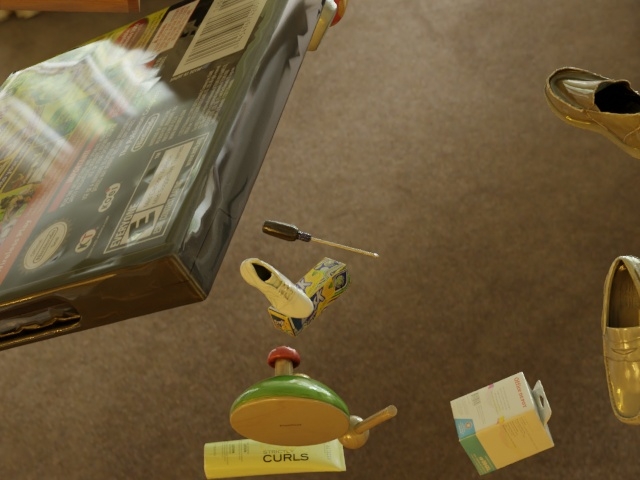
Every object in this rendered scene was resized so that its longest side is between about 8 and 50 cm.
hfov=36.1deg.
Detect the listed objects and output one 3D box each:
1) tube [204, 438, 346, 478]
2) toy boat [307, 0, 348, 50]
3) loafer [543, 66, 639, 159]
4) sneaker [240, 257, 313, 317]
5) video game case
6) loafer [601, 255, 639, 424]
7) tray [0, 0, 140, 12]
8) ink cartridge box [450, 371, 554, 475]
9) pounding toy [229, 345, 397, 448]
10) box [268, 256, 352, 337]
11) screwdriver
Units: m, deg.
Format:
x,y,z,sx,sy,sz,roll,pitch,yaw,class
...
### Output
x,y,z,sx,sy,sz,roll,pitch,yaw,class
-0.080,0.369,1.698,0.240,0.062,0.070,-4,82,-2,tube
-0.035,-0.374,1.077,0.267,0.318,0.148,-7,31,22,toy boat
0.424,-0.209,1.450,0.094,0.087,0.251,-33,40,-13,loafer
-0.076,0.085,1.722,0.152,0.061,0.054,37,75,-3,sneaker
-0.132,-0.046,0.552,0.248,0.035,0.275,-15,37,27,video game case
0.580,0.186,1.865,0.112,0.111,0.320,-10,71,38,loafer
-0.317,-0.480,1.150,0.202,0.411,0.076,-1,-1,-9,tray
0.289,0.281,1.523,0.143,0.090,0.092,-24,29,13,ink cartridge box
-0.020,0.236,1.515,0.236,0.183,0.110,10,56,-14,pounding toy
-0.019,0.107,1.883,0.059,0.054,0.169,20,51,42,box
0.000,0.000,1.377,0.169,0.025,0.024,14,75,6,screwdriver
